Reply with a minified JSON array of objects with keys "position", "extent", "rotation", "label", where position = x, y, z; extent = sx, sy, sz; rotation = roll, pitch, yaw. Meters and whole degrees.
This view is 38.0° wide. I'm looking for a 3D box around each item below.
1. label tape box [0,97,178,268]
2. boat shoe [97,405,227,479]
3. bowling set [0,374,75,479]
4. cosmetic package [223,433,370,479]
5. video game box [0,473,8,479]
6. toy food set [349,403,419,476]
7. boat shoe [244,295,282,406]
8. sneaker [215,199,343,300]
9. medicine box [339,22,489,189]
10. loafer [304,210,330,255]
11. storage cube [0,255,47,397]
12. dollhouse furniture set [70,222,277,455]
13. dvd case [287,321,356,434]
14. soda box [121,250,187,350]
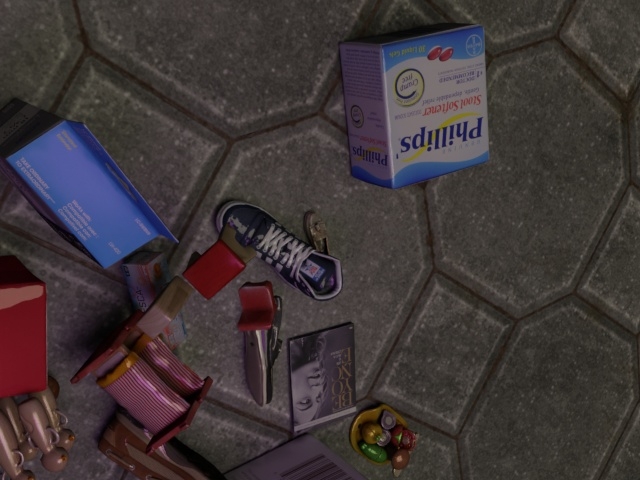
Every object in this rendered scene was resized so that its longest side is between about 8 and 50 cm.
[{"position":[-0.392,-0.083,1.453],"extent":[0.106,0.333,0.241],"rotation":[-44,123,-15],"label":"label tape box"},{"position":[-0.280,0.447,1.753],"extent":[0.324,0.122,0.120],"rotation":[40,86,6],"label":"boat shoe"},{"position":[-0.489,0.330,1.591],"extent":[0.200,0.287,0.154],"rotation":[-34,103,-55],"label":"bowling set"},{"position":[-0.041,0.684,1.906],"extent":[0.327,0.329,0.394],"rotation":[-21,114,-27],"label":"cosmetic package"},{"position":[-0.627,0.541,1.652],"extent":[0.187,0.048,0.205],"rotation":[-16,112,-27],"label":"video game box"},{"position":[0.165,0.466,2.139],"extent":[0.218,0.071,0.128],"rotation":[41,80,-35],"label":"toy food set"},{"position":[-0.108,0.225,1.883],"extent":[0.079,0.084,0.233],"rotation":[-8,105,-31],"label":"boat shoe"},{"position":[-0.068,0.023,1.808],"extent":[0.282,0.153,0.099],"rotation":[39,80,-35],"label":"sneaker"},{"position":[0.197,-0.281,1.902],"extent":[0.263,0.149,0.289],"rotation":[-18,112,-28],"label":"medicine box"},{"position":[0.000,0.000,1.917],"extent":[0.045,0.039,0.125],"rotation":[-23,115,-25],"label":"loafer"},{"position":[-0.561,0.139,1.497],"extent":[0.193,0.183,0.215],"rotation":[-4,106,-33],"label":"storage cube"},{"position":[-0.229,0.176,1.608],"extent":[0.201,0.152,0.374],"rotation":[45,116,-10],"label":"dollhouse furniture set"},{"position":[0.006,0.299,2.019],"extent":[0.164,0.018,0.221],"rotation":[-12,110,-31],"label":"dvd case"},{"position":[-0.306,0.113,1.723],"extent":[0.058,0.063,0.183],"rotation":[-44,129,-53],"label":"soda box"}]
